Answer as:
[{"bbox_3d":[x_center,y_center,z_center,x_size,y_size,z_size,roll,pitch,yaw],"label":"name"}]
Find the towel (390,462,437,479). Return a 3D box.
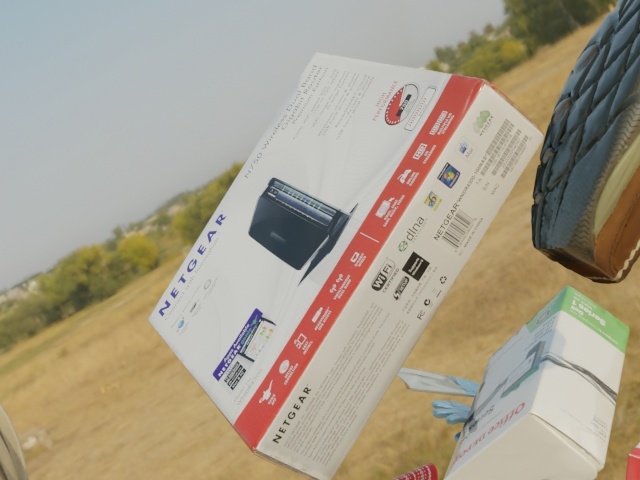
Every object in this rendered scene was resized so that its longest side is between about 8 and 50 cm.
[{"bbox_3d":[0.110,0.461,1.364,0.031,0.199,0.274,12,3,27],"label":"towel"}]

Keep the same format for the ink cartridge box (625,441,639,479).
[{"bbox_3d":[0.419,0.301,1.054,0.078,0.134,0.231,9,13,35],"label":"ink cartridge box"}]

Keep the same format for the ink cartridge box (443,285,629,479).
[{"bbox_3d":[0.233,0.177,0.944,0.160,0.092,0.219,-54,-1,39],"label":"ink cartridge box"}]

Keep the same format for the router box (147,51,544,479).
[{"bbox_3d":[0.000,0.000,0.810,0.336,0.082,0.301,-58,31,-2],"label":"router box"}]

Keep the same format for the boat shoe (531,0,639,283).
[{"bbox_3d":[0.231,-0.120,0.490,0.324,0.119,0.122,-64,6,-1],"label":"boat shoe"}]

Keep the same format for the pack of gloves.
[{"bbox_3d":[0.219,0.231,1.166,0.232,0.046,0.195,12,7,-23],"label":"pack of gloves"}]

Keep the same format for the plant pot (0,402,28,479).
[{"bbox_3d":[-0.292,0.222,0.502,0.333,0.334,0.305,-32,21,-28],"label":"plant pot"}]
